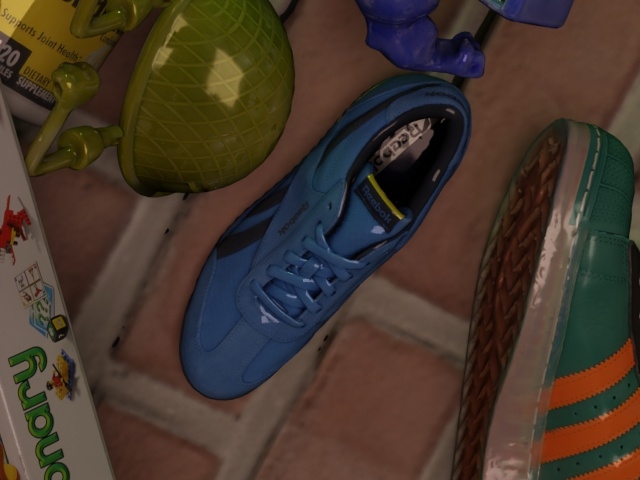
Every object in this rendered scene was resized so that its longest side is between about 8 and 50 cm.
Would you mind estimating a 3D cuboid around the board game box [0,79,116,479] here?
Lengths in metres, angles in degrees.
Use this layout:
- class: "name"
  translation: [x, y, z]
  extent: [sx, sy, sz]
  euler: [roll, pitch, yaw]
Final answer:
- class: "board game box"
  translation: [-0.194, 0.047, 0.866]
  extent: [0.053, 0.193, 0.305]
  euler: [-24, 103, -42]

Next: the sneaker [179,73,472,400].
- class: "sneaker"
  translation: [0.000, 0.000, 0.929]
  extent: [0.069, 0.082, 0.209]
  euler: [39, 94, -13]

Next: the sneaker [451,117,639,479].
- class: "sneaker"
  translation: [0.142, 0.086, 0.951]
  extent: [0.121, 0.108, 0.302]
  euler: [5, 106, -8]

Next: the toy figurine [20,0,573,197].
- class: "toy figurine"
  translation: [0.044, -0.144, 0.817]
  extent: [0.217, 0.191, 0.363]
  euler: [26, 103, 16]

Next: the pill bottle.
- class: "pill bottle"
  translation: [-0.122, -0.155, 0.879]
  extent: [0.103, 0.103, 0.184]
  euler: [33, 94, -10]
